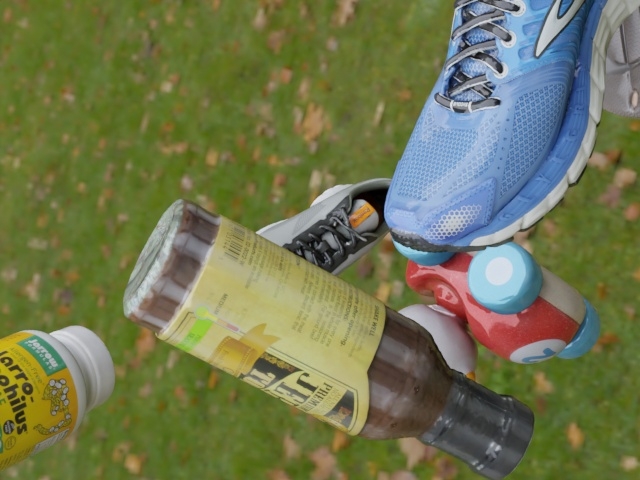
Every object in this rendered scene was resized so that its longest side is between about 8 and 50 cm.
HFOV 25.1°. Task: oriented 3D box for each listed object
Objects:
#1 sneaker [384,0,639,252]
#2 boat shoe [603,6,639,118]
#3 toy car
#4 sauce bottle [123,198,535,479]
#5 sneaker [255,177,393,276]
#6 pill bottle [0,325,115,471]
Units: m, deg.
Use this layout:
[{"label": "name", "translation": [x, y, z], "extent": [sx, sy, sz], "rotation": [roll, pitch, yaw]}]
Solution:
[{"label": "sneaker", "translation": [0.116, -0.146, 0.914], "extent": [0.130, 0.147, 0.330], "rotation": [12, 71, 47]}, {"label": "boat shoe", "translation": [0.232, -0.159, 1.131], "extent": [0.355, 0.130, 0.132], "rotation": [-141, 52, -63]}, {"label": "toy car", "translation": [0.148, 0.111, 1.554], "extent": [0.210, 0.219, 0.238], "rotation": [34, 91, 35]}, {"label": "sauce bottle", "translation": [0.013, 0.090, 1.152], "extent": [0.111, 0.344, 0.111], "rotation": [-58, 12, 20]}, {"label": "sneaker", "translation": [0.000, 0.000, 1.667], "extent": [0.271, 0.100, 0.108], "rotation": [-40, 8, -39]}, {"label": "pill bottle", "translation": [-0.301, 0.155, 1.389], "extent": [0.118, 0.208, 0.117], "rotation": [13, 113, 35]}]
